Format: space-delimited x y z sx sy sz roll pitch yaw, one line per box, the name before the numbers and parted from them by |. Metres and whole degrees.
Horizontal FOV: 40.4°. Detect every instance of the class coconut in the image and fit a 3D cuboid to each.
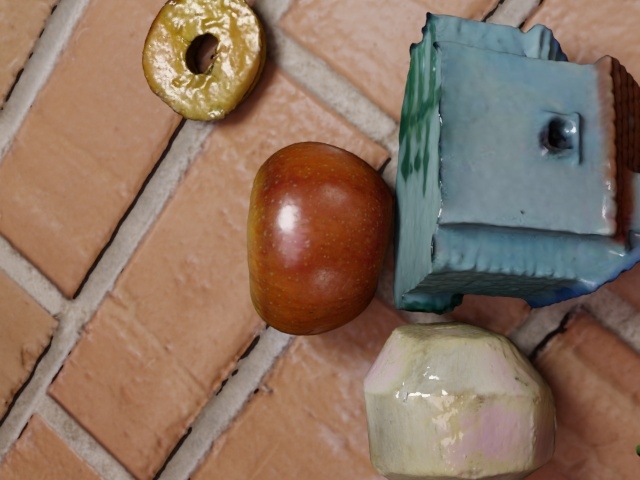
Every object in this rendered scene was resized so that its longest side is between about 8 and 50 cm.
coconut | 0.162 0.213 1.031 0.237 0.197 0.236 1 95 17

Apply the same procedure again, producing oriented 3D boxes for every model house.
model house | 0.259 -0.071 0.961 0.329 0.251 0.294 3 75 -1

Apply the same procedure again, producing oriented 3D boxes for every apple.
apple | 0.000 0.000 1.062 0.173 0.210 0.234 3 121 1

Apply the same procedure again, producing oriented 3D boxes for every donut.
donut | -0.146 -0.250 1.156 0.178 0.065 0.162 -44 86 20

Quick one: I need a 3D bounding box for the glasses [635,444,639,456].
glasses | 0.467 0.240 0.963 0.239 0.102 0.207 38 109 12
